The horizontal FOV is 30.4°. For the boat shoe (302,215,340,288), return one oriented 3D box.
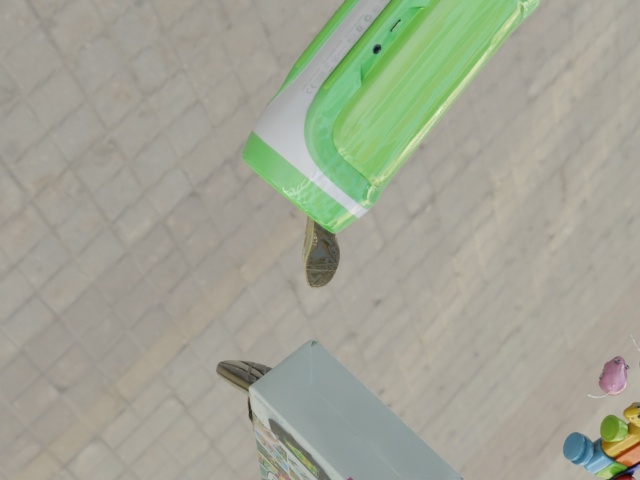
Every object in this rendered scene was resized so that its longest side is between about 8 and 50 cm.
[{"bbox_3d":[-0.002,0.000,1.823,0.056,0.048,0.153,-6,115,-14],"label":"boat shoe"}]

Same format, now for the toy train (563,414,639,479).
[{"bbox_3d":[0.552,0.337,2.052,0.143,0.105,0.248,21,134,-28],"label":"toy train"}]

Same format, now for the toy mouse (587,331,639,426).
[{"bbox_3d":[0.463,0.197,1.710,0.161,0.143,0.031,7,158,-10],"label":"toy mouse"}]

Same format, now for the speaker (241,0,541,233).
[{"bbox_3d":[0.066,-0.152,0.993,0.296,0.131,0.131,-50,148,3],"label":"speaker"}]

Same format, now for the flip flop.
[{"bbox_3d":[-0.047,0.263,1.682,0.080,0.277,0.112,-57,164,14],"label":"flip flop"}]

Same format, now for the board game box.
[{"bbox_3d":[0.035,0.277,1.298,0.097,0.224,0.303,-36,152,-22],"label":"board game box"}]
